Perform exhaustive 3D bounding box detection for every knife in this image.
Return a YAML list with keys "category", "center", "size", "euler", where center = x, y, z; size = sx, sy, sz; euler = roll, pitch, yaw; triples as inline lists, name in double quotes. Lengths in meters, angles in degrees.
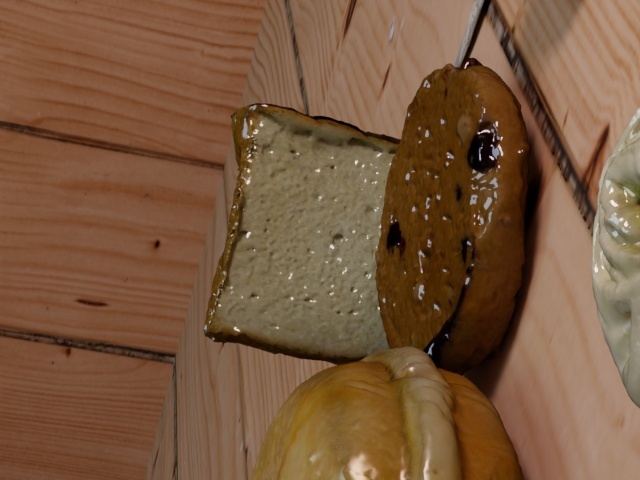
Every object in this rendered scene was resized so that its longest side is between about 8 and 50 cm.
- category: "knife"
  center: [0.168, -0.267, 1.562]
  size: [0.047, 0.017, 0.298]
  euler: [-92, 13, -52]

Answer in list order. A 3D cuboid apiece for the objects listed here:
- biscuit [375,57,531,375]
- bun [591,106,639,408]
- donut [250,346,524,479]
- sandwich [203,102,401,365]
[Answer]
- category: "biscuit"
  center: [0.123, -0.016, 1.409]
  size: [0.296, 0.075, 0.296]
  euler: [-172, 90, -73]
- category: "bun"
  center: [0.219, -0.004, 0.786]
  size: [0.229, 0.145, 0.229]
  euler: [-167, 90, -81]
- category: "donut"
  center: [0.032, 0.303, 1.273]
  size: [0.449, 0.198, 0.449]
  euler: [-169, 90, -78]
- category: "sandwich"
  center: [0.000, 0.000, 1.614]
  size: [0.087, 0.226, 0.251]
  euler: [137, 143, -74]
